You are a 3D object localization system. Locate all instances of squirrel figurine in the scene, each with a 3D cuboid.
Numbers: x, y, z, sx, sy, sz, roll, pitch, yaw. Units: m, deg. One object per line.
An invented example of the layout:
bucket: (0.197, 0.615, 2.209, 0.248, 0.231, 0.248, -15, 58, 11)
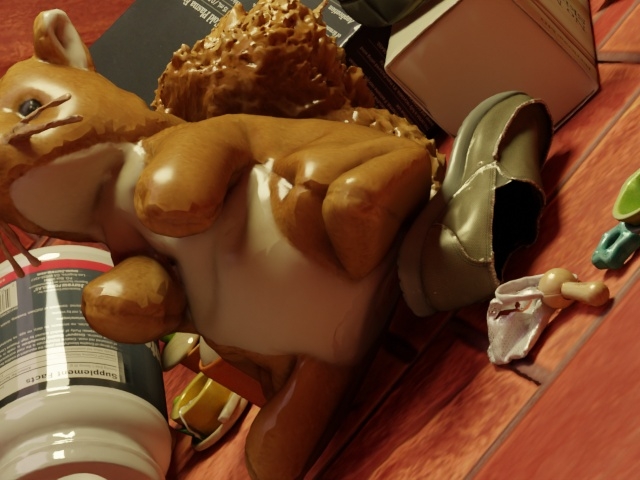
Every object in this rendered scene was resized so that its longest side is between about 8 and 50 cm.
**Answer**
squirrel figurine: (-0.095, -0.049, 1.499, 0.397, 0.370, 0.281, -48, -23, -55)

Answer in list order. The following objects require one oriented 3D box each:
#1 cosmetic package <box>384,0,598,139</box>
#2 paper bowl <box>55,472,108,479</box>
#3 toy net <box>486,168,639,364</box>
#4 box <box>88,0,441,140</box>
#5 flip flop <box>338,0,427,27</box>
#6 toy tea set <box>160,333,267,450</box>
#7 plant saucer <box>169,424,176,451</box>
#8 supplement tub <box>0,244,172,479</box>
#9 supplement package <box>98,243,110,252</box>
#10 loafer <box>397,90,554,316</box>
cosmetic package: (0.162, -0.202, 1.666, 0.129, 0.153, 0.296, -42, 16, 22)
paper bowl: (-0.193, 0.269, 1.207, 0.284, 0.148, 0.284, -35, 7, 5)
toy net: (0.187, 0.002, 1.241, 0.232, 0.045, 0.122, -40, 16, 35)
box: (-0.073, -0.159, 1.919, 0.312, 0.179, 0.343, -45, 42, -3)
flip flop: (0.099, -0.276, 1.567, 0.080, 0.112, 0.277, -24, -6, -42)
toy tea set: (-0.087, 0.088, 1.722, 0.336, 0.124, 0.200, -32, 22, 53)
plant saucer: (-0.230, 0.267, 1.882, 0.200, 0.037, 0.200, -47, 14, 15)
supplement tub: (-0.247, 0.157, 1.745, 0.191, 0.191, 0.272, -42, 40, 29)
supplement package: (-0.129, -0.071, 2.193, 0.293, 0.177, 0.175, -51, 13, -10)
loafer: (0.145, -0.028, 1.419, 0.087, 0.094, 0.251, 1, 42, 29)
